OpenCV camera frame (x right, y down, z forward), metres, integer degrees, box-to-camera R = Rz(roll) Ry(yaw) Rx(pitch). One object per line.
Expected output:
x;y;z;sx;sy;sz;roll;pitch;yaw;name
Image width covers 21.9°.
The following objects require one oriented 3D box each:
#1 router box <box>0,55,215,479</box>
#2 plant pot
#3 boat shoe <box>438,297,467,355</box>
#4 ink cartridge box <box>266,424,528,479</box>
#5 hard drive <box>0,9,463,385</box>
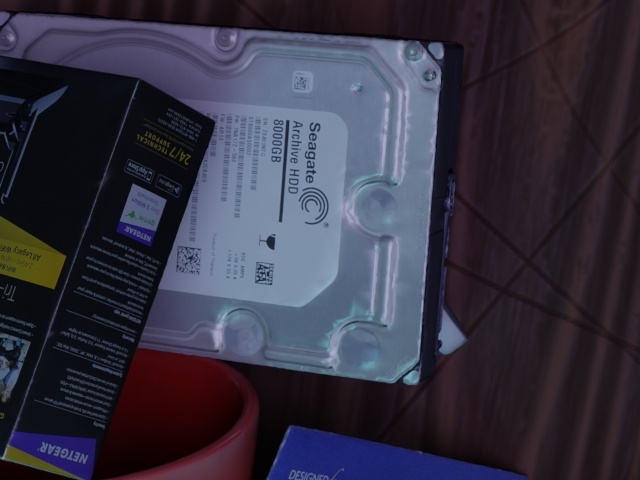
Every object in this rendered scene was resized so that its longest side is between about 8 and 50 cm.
-0.238;0.000;1.094;0.081;0.308;0.243;27;79;-50;router box
-0.175;0.226;1.176;0.274;0.275;0.243;-3;108;-4;plant pot
0.000;0.000;1.236;0.084;0.095;0.258;-43;89;6;boat shoe
0.026;0.303;1.196;0.303;0.072;0.307;19;100;-48;ink cartridge box
-0.076;-0.035;1.167;0.338;0.064;0.237;7;98;18;hard drive
